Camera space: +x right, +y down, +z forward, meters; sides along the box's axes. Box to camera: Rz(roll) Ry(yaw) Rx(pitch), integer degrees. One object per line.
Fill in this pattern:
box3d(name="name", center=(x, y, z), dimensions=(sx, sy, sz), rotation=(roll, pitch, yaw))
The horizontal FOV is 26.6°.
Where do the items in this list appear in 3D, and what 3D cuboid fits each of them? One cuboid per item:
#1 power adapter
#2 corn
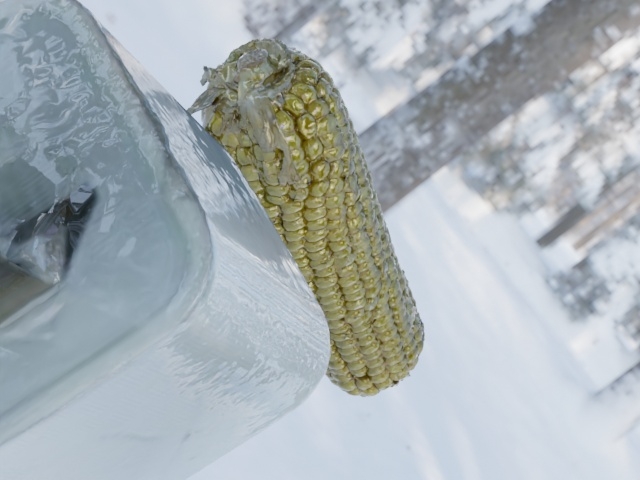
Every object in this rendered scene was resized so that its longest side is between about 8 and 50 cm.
box3d(name="power adapter", center=(-0.094, 0.002, 0.426), dimensions=(0.130, 0.125, 0.205), rotation=(60, 5, 23))
box3d(name="corn", center=(0.000, 0.000, 0.909), dimensions=(0.106, 0.106, 0.293), rotation=(-116, -179, -54))
